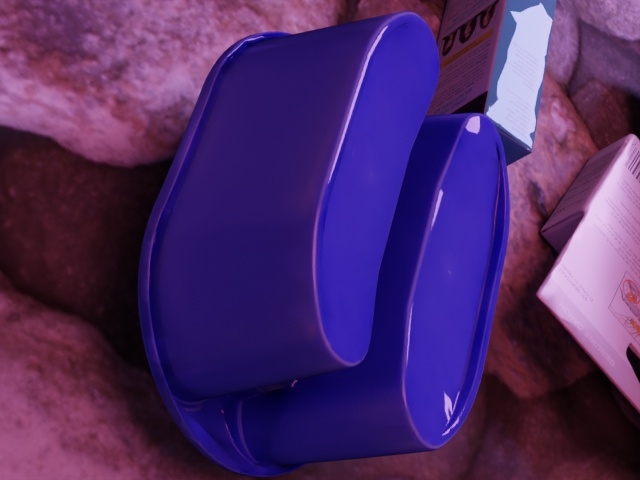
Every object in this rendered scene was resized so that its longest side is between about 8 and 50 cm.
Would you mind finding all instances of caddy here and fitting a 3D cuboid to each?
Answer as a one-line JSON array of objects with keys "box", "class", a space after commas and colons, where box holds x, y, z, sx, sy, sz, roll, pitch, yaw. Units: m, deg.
[{"box": [0.000, 0.000, 0.791, 0.241, 0.179, 0.341, 49, 47, -40], "class": "caddy"}]

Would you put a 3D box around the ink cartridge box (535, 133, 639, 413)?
[{"box": [0.322, 0.085, 1.047, 0.296, 0.066, 0.261, 48, 50, -8], "class": "ink cartridge box"}]

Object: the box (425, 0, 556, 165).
[{"box": [0.155, -0.171, 1.017, 0.060, 0.100, 0.244, 30, 57, -23], "class": "box"}]
